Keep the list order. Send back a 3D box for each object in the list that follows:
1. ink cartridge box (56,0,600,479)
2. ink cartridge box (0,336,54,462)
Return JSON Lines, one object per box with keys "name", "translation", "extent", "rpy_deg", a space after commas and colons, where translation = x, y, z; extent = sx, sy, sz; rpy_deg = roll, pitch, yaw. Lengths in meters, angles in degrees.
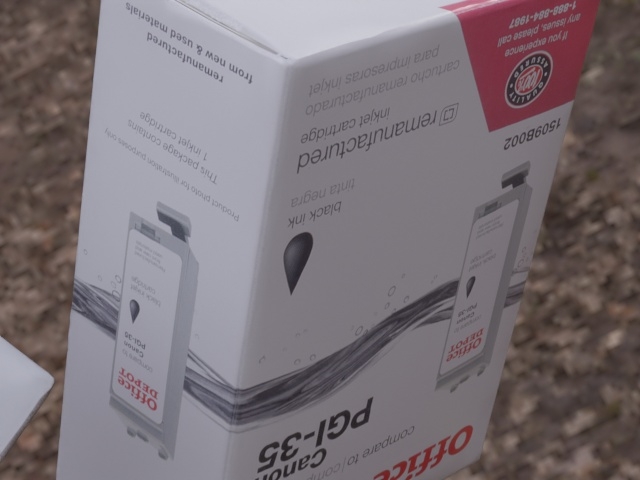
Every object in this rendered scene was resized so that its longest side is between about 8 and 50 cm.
{"name": "ink cartridge box", "translation": [0.000, 0.000, 0.829], "extent": [0.207, 0.283, 0.117], "rpy_deg": [-21, 43, -41]}
{"name": "ink cartridge box", "translation": [-0.287, 0.054, 0.644], "extent": [0.226, 0.306, 0.131], "rpy_deg": [-57, 10, -25]}
